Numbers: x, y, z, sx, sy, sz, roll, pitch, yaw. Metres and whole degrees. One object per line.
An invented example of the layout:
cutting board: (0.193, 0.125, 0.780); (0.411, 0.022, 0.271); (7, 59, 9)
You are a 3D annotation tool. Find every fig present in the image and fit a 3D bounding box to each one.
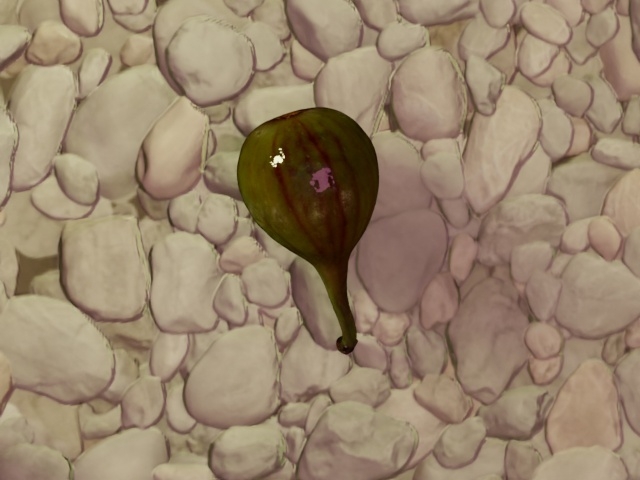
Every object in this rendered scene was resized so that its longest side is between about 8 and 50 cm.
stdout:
fig: (0.000, 0.000, 1.691); (0.124, 0.124, 0.236); (-15, 109, -12)
